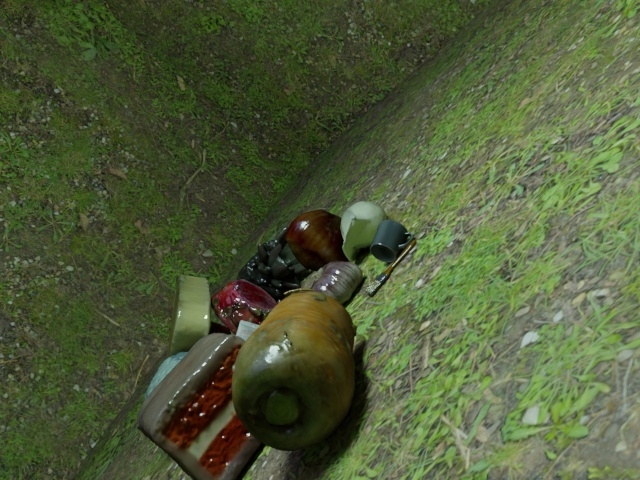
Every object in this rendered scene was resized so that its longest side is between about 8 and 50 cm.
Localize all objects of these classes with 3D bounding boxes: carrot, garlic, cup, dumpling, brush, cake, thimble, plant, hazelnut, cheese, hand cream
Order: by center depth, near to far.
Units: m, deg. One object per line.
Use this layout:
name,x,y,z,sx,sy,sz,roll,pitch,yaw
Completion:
carrot,-0.040,0.239,1.361,0.224,0.224,0.341,-45,3,16
cake,-0.231,0.371,1.606,0.309,0.237,0.230,-50,14,-23
brush,0.167,0.062,1.691,0.170,0.014,0.043,-48,12,-4
cup,0.174,0.004,1.738,0.100,0.078,0.077,0,47,34
garlic,0.027,0.114,1.820,0.159,0.102,0.147,-42,14,33
hand cream,-0.205,0.323,1.992,0.248,0.133,0.083,-63,-13,-46
dumpling,0.111,-0.027,1.996,0.216,0.126,0.166,-100,26,-65
thimble,-0.381,0.435,2.028,0.250,0.205,0.172,-32,23,37
hazelnut,0.000,0.000,2.064,0.178,0.204,0.178,-36,31,26
cheese,-0.410,0.309,2.210,0.384,0.104,0.384,-173,90,-78
plant,-0.158,0.087,2.401,0.320,0.194,0.182,-41,17,47

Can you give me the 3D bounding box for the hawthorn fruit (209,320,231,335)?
hawthorn fruit,-0.397,0.401,2.373,0.285,0.165,0.165,-58,14,-25

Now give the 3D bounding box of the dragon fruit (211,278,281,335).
dragon fruit,-0.213,0.214,2.199,0.147,0.211,0.282,-47,36,4
